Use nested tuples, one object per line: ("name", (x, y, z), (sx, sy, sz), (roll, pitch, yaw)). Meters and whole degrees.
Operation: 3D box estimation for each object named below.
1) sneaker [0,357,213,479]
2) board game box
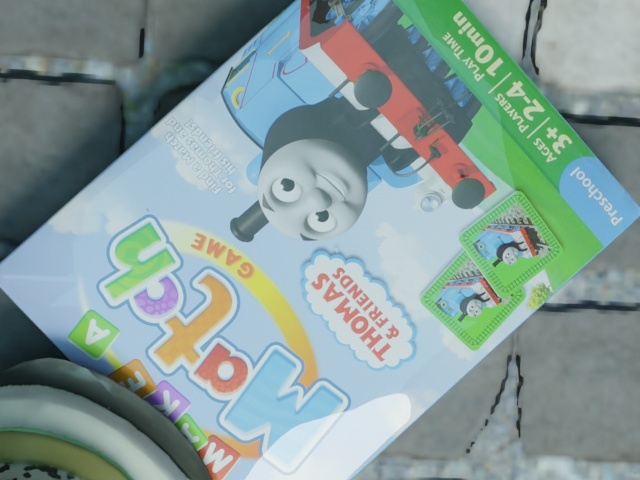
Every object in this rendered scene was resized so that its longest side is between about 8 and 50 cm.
("sneaker", (-0.204, 0.220, 0.405), (0.158, 0.182, 0.410), (39, 95, -4))
("board game box", (0.000, 0.000, 0.491), (0.211, 0.039, 0.160), (-42, 96, -1))
